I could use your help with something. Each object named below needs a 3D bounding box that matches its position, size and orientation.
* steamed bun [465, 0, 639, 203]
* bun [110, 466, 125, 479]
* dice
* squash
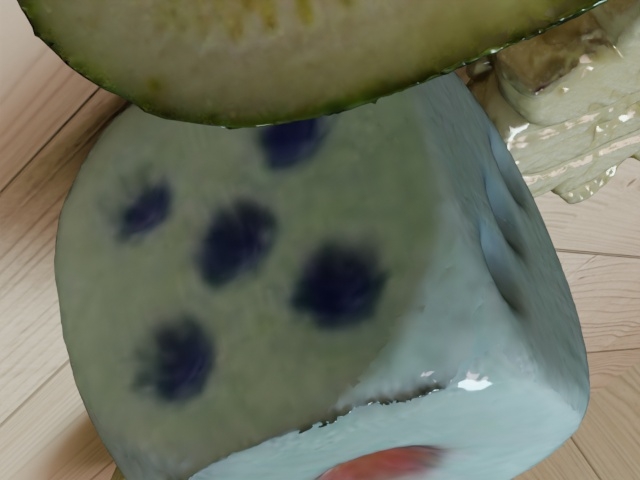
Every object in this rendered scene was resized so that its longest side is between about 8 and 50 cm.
[{"bbox_3d":[0.216,-0.152,1.083,0.295,0.137,0.292,-1,147,-42],"label":"steamed bun"},{"bbox_3d":[-0.063,0.229,1.431,0.364,0.202,0.364,-27,152,-16],"label":"bun"},{"bbox_3d":[0.006,0.037,0.927,0.265,0.262,0.268,-25,152,19],"label":"dice"},{"bbox_3d":[0.010,-0.181,0.597,0.309,0.233,0.210,-29,-167,-10],"label":"squash"}]
